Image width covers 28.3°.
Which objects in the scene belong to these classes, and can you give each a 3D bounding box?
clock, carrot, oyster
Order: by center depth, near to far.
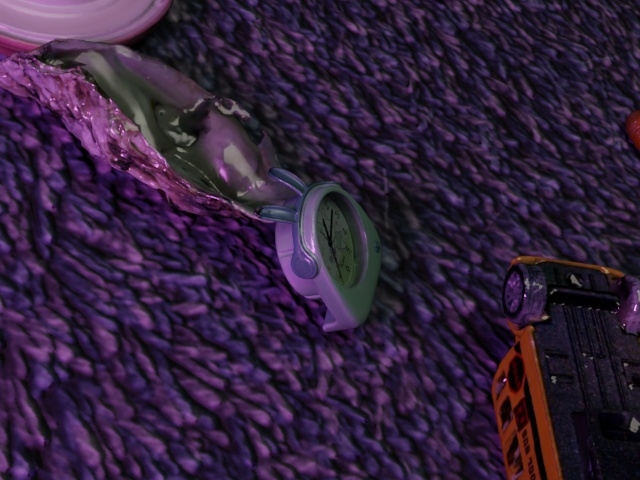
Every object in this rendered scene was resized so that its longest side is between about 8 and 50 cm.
[{"bbox_3d":[0.000,0.000,1.019,0.135,0.041,0.101,53,38,-35],"label":"clock"},{"bbox_3d":[-0.135,-0.087,1.048,0.252,0.087,0.199,8,41,-27],"label":"oyster"},{"bbox_3d":[-0.251,-0.258,1.155,0.244,0.056,0.244,12,50,-15],"label":"clock"},{"bbox_3d":[0.340,-0.093,1.292,0.032,0.032,0.093,-10,63,-29],"label":"carrot"}]

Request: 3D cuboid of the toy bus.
[{"bbox_3d":[0.207,0.171,0.964,0.121,0.123,0.335,7,51,-16],"label":"toy bus"}]
